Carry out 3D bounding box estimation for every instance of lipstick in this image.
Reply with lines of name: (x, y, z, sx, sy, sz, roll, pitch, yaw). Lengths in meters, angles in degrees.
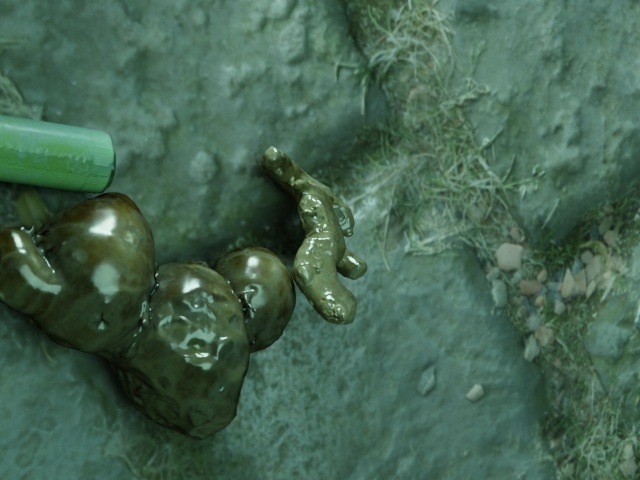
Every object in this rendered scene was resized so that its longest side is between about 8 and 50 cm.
lipstick: (-0.366, -0.104, 1.647, 0.304, 0.076, 0.076, 9, 81, -34)

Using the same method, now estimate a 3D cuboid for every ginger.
ginger: (-0.199, 0.069, 1.696, 0.375, 0.176, 0.256, 26, 55, -27)
ginger: (0.009, 0.003, 1.829, 0.149, 0.065, 0.259, 27, 32, -46)
